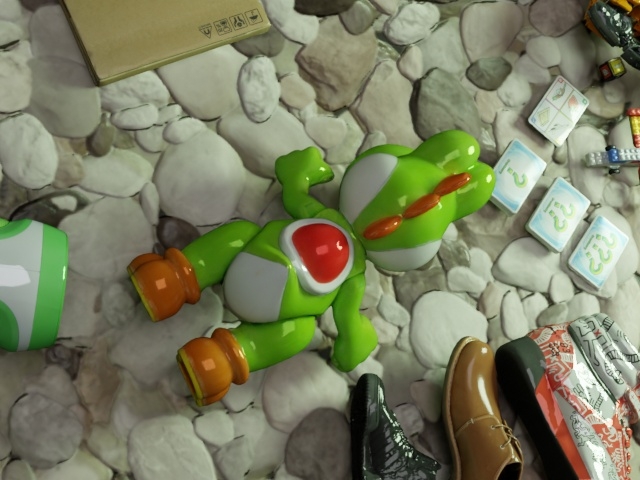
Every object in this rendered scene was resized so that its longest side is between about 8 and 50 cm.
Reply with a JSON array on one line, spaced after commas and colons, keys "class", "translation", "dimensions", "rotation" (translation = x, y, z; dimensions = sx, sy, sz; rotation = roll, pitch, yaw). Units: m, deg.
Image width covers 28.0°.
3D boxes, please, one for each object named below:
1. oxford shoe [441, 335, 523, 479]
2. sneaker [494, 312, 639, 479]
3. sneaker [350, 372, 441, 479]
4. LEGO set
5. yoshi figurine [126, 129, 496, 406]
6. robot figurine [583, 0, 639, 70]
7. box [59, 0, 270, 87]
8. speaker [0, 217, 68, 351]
[{"class": "oxford shoe", "translation": [0.171, 0.199, 1.289], "dimensions": [0.076, 0.076, 0.212], "rotation": [10, 72, -42]}, {"class": "sneaker", "translation": [0.299, 0.207, 1.329], "dimensions": [0.145, 0.090, 0.270], "rotation": [-20, 79, -19]}, {"class": "sneaker", "translation": [0.078, 0.219, 1.280], "dimensions": [0.089, 0.051, 0.170], "rotation": [5, 78, -17]}, {"class": "LEGO set", "translation": [0.314, -0.093, 1.438], "dimensions": [0.182, 0.060, 0.244], "rotation": [40, 67, -8]}, {"class": "yoshi figurine", "translation": [0.001, 0.010, 1.277], "dimensions": [0.362, 0.204, 0.203], "rotation": [-29, 44, -9]}, {"class": "robot figurine", "translation": [0.431, -0.247, 1.496], "dimensions": [0.291, 0.085, 0.211], "rotation": [30, 64, -9]}, {"class": "box", "translation": [-0.174, -0.266, 1.351], "dimensions": [0.201, 0.021, 0.164], "rotation": [-22, 82, -21]}, {"class": "speaker", "translation": [-0.381, 0.027, 1.145], "dimensions": [0.296, 0.131, 0.131], "rotation": [7, 73, -16]}]
